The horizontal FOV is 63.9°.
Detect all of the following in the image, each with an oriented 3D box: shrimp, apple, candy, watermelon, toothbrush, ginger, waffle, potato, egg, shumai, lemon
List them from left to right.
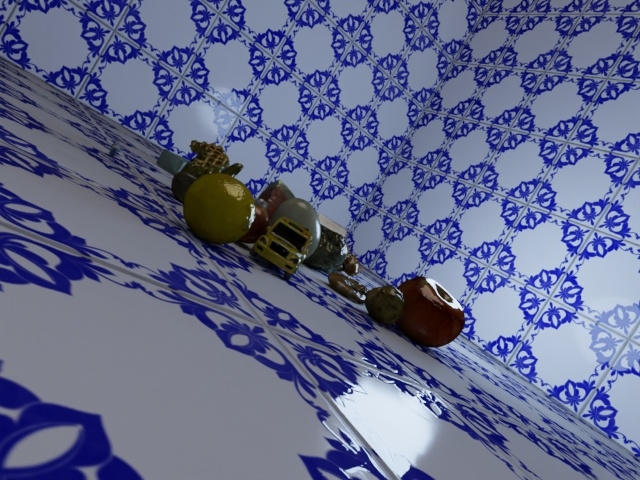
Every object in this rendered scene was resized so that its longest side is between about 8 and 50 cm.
[{"bbox_3d":[-0.761,-0.348,1.913,0.040,0.040,0.386,30,3,-24],"label":"toothbrush"},{"bbox_3d":[-0.387,-0.141,1.713,0.233,0.102,0.104,29,3,5],"label":"candy"},{"bbox_3d":[-0.397,-0.294,1.794,0.148,0.051,0.194,-1,41,-26],"label":"waffle"},{"bbox_3d":[-0.251,-0.078,1.294,0.203,0.179,0.178,31,2,25],"label":"lemon"},{"bbox_3d":[-0.229,-0.059,1.580,0.146,0.131,0.146,24,-1,1],"label":"apple"},{"bbox_3d":[-0.176,-0.064,1.966,0.193,0.231,0.311,-148,-137,-64],"label":"watermelon"},{"bbox_3d":[-0.090,-0.038,1.828,0.185,0.242,0.186,3,29,-2],"label":"egg"},{"bbox_3d":[0.005,0.058,2.146,0.255,0.189,0.218,27,-22,39],"label":"shumai"},{"bbox_3d":[0.082,0.078,2.581,0.274,0.152,0.357,52,7,9],"label":"ginger"},{"bbox_3d":[0.143,0.195,1.931,0.287,0.063,0.152,26,8,-32],"label":"shrimp"},{"bbox_3d":[0.215,0.219,1.743,0.137,0.137,0.176,32,-18,7],"label":"potato"},{"bbox_3d":[0.382,0.265,1.853,0.271,0.206,0.252,32,17,-25],"label":"apple"}]

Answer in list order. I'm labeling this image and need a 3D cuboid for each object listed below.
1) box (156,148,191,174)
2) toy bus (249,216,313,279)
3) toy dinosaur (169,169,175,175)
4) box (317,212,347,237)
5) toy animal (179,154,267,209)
[{"bbox_3d":[-0.660,-0.345,2.464,0.129,0.086,0.225,34,3,19],"label":"box"},{"bbox_3d":[-0.105,0.012,1.570,0.145,0.151,0.331,34,2,0],"label":"toy bus"},{"bbox_3d":[-0.550,-0.228,2.109,0.180,0.037,0.058,32,-2,-1],"label":"toy dinosaur"},{"bbox_3d":[-0.001,0.000,2.285,0.149,0.233,0.067,32,45,-6],"label":"box"},{"bbox_3d":[-0.336,-0.169,1.853,0.362,0.181,0.180,27,37,10],"label":"toy animal"}]
